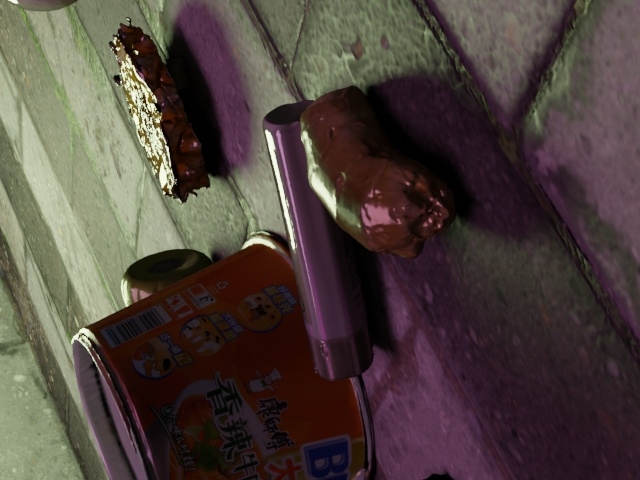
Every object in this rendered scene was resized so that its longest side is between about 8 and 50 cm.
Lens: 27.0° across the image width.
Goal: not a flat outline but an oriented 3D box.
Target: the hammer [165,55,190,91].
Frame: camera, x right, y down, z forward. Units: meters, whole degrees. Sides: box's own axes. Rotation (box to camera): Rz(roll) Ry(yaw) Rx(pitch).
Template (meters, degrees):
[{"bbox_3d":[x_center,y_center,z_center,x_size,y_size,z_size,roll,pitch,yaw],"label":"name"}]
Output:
[{"bbox_3d":[-0.168,-0.184,1.458,0.110,0.019,0.035,-157,51,-66],"label":"hammer"}]

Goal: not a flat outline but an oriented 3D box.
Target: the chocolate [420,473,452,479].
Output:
[{"bbox_3d":[0.060,0.320,1.098,0.206,0.177,0.224,67,158,11],"label":"chocolate"}]

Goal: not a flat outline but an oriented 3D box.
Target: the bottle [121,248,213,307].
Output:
[{"bbox_3d":[-0.157,0.145,1.577,0.112,0.112,0.260,33,138,59],"label":"bottle"}]

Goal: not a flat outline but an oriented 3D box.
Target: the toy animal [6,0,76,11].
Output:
[{"bbox_3d":[-0.328,-0.403,1.450,0.289,0.174,0.249,65,159,20],"label":"toy animal"}]

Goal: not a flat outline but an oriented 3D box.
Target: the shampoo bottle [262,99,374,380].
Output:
[{"bbox_3d":[0.000,0.000,1.125,0.086,0.056,0.227,-85,-16,-70],"label":"shampoo bottle"}]

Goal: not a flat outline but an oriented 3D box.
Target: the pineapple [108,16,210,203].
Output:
[{"bbox_3d":[-0.176,-0.140,1.444,0.221,0.047,0.221,60,164,29],"label":"pineapple"}]

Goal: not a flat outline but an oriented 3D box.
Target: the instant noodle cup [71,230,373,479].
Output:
[{"bbox_3d":[-0.110,0.159,1.327,0.296,0.214,0.296,52,153,41],"label":"instant noodle cup"}]

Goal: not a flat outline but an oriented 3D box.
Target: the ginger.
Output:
[{"bbox_3d":[0.035,-0.049,0.991,0.190,0.069,0.095,47,118,49],"label":"ginger"}]
